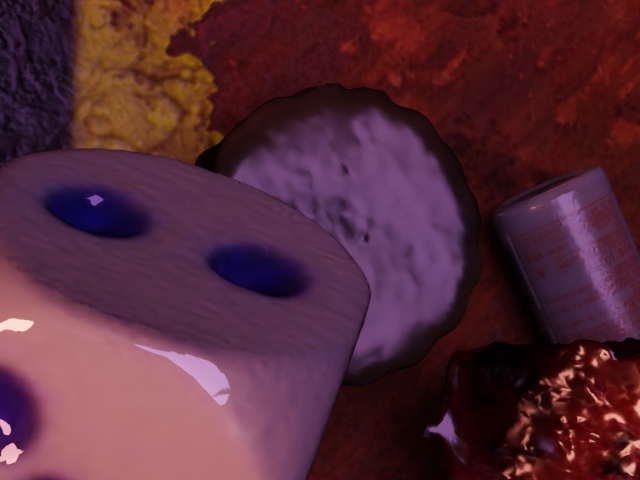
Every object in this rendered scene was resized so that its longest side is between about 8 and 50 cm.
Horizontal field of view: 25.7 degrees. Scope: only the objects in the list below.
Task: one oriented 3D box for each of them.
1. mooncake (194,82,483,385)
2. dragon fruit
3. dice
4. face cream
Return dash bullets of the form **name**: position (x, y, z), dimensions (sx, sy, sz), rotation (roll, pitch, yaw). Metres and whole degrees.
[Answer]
- **mooncake**: position (0.000, 0.000, 1.062), dimensions (0.228, 0.124, 0.228), rotation (2, 84, -17)
- **dragon fruit**: position (0.244, 0.225, 1.027), dimensions (0.286, 0.228, 0.329), rotation (-1, 92, 21)
- **dice**: position (-0.126, 0.110, 0.886), dimensions (0.251, 0.243, 0.259), rotation (20, 114, 1)
- **face cream**: position (0.232, 0.071, 1.140), dimensions (0.101, 0.101, 0.252), rotation (-26, 94, -22)
